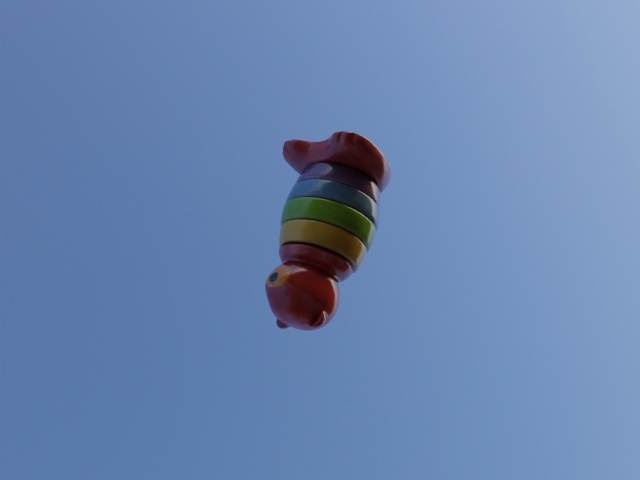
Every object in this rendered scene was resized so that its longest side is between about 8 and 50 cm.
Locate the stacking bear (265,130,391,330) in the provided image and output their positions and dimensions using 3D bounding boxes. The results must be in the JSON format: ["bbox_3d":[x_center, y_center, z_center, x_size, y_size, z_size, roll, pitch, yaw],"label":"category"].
[{"bbox_3d":[0.000,0.000,1.216,0.164,0.175,0.289,36,-117,-40],"label":"stacking bear"}]
